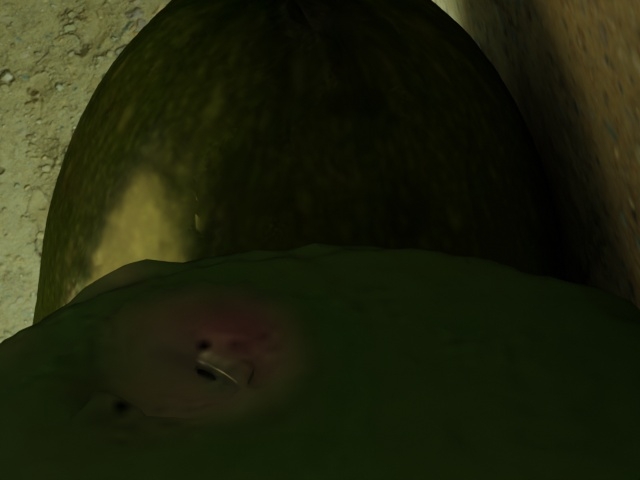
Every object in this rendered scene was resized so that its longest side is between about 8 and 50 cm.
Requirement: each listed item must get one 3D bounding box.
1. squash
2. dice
[{"bbox_3d":[0.007,0.014,0.909,0.309,0.310,0.310,101,153,-51],"label":"squash"},{"bbox_3d":[0.007,0.207,0.707,0.330,0.318,0.322,-113,22,-50],"label":"dice"}]
